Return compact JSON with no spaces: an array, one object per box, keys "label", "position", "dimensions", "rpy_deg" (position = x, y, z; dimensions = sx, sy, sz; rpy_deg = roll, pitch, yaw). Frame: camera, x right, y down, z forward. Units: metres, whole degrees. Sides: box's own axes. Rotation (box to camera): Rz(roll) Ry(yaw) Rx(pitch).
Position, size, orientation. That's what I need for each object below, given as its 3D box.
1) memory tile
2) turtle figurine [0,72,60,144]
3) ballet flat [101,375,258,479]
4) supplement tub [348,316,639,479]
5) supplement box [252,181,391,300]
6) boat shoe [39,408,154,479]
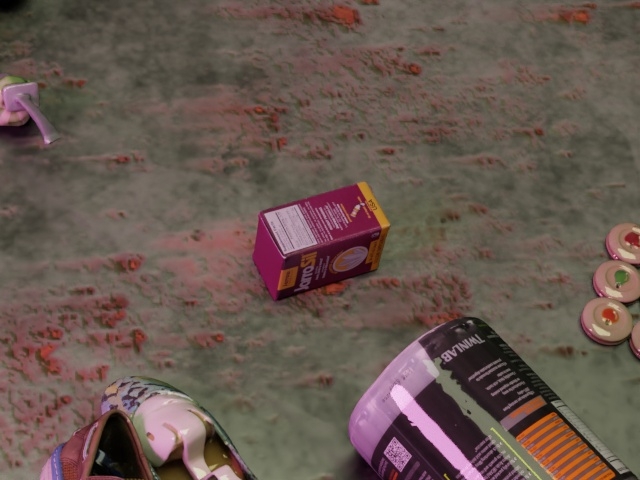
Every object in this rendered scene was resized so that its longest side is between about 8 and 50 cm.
[{"label":"memory tile","position":[0.266,0.051,1.094],"dimensions":[0.148,0.012,0.113],"rpy_deg":[23,54,6]},{"label":"turtle figurine","position":[-0.235,-0.190,1.073],"dimensions":[0.198,0.274,0.266],"rpy_deg":[44,47,-20]},{"label":"ballet flat","position":[-0.070,0.142,0.939],"dimensions":[0.070,0.070,0.188],"rpy_deg":[-31,65,-27]},{"label":"supplement tub","position":[0.117,0.148,0.934],"dimensions":[0.117,0.117,0.190],"rpy_deg":[-31,65,-27]},{"label":"supplement box","position":[0.000,0.000,1.058],"dimensions":[0.083,0.055,0.043],"rpy_deg":[-17,59,-20]},{"label":"boat shoe","position":[-0.117,0.164,0.871],"dimensions":[0.066,0.066,0.183],"rpy_deg":[23,22,-35]}]
